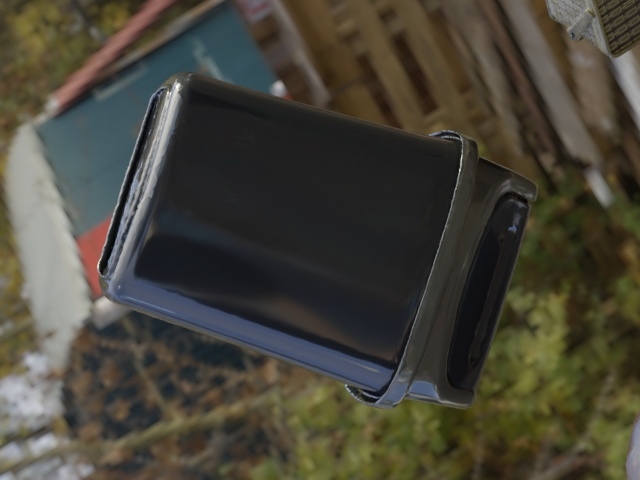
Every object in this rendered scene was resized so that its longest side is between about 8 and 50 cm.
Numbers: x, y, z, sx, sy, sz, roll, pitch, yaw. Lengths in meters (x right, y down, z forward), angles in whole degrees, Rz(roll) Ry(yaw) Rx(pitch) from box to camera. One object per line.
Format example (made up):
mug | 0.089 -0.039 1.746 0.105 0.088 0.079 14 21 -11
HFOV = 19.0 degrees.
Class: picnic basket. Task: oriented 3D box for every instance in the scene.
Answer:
picnic basket | 0.236 -0.241 1.530 0.079 0.115 0.164 47 167 47

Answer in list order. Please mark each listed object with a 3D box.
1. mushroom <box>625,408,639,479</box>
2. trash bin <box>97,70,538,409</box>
mushroom | 0.357 0.173 1.425 0.253 0.253 0.153 58 172 23
trash bin | 0.000 0.000 1.385 0.290 0.209 0.182 17 180 -11
